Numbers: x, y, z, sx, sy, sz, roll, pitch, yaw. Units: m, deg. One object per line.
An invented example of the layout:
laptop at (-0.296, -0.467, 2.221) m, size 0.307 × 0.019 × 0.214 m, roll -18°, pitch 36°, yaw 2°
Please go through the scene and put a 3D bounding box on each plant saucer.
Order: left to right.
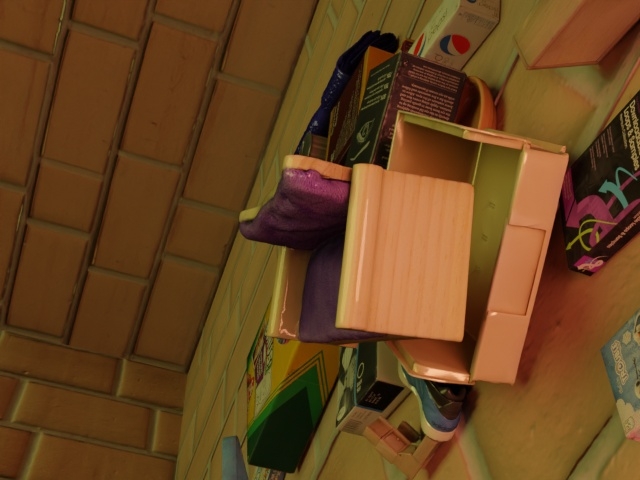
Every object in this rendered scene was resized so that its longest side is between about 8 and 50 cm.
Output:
plant saucer at (0.198, -0.135, 1.159) m, size 0.200 × 0.037 × 0.200 m, roll -164°, pitch 90°, yaw -76°

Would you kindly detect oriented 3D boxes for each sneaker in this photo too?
sneaker at (0.140, 0.162, 0.993) m, size 0.152 × 0.058 × 0.084 m, roll -102°, pitch 25°, yaw -56°

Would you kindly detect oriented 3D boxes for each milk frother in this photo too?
milk frother at (0.041, -0.178, 1.650) m, size 0.129 × 0.135 × 0.143 m, roll -98°, pitch 26°, yaw -49°

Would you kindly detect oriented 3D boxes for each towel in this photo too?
towel at (0.038, -0.303, 1.760) m, size 0.227 × 0.076 × 0.308 m, roll -46°, pitch -10°, yaw -44°

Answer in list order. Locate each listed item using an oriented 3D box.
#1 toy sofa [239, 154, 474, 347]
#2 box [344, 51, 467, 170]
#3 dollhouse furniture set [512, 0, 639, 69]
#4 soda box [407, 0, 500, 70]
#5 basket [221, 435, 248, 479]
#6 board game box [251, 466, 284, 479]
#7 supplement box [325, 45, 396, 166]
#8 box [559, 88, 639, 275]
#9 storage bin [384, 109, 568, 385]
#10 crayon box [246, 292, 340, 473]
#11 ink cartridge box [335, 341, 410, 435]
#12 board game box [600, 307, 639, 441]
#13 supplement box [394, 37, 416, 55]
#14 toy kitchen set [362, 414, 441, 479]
toy sofa at (0.010, 0.031, 0.860) m, size 0.362 × 0.177 × 0.150 m, roll 150°, pitch 127°, yaw -74°
box at (0.117, -0.155, 1.199) m, size 0.153 × 0.108 × 0.207 m, roll -167°, pitch 92°, yaw -77°
dollhouse furniture set at (0.244, -0.325, 0.832) m, size 0.161 × 0.212 × 0.242 m, roll 124°, pitch 132°, yaw -58°
soda box at (0.203, -0.318, 1.288) m, size 0.216 × 0.069 × 0.074 m, roll 129°, pitch 154°, yaw -59°
basket at (-0.121, 0.498, 1.314) m, size 0.254 × 0.201 × 0.289 m, roll -98°, pitch -5°, yaw -59°
board game box at (-0.115, 0.513, 1.711) m, size 0.136 × 0.035 × 0.201 m, roll -154°, pitch 80°, yaw -77°
supplement box at (0.101, -0.196, 1.435) m, size 0.194 × 0.129 × 0.191 m, roll 125°, pitch 157°, yaw -54°
box at (0.278, -0.058, 0.748) m, size 0.162 × 0.029 × 0.116 m, roll 122°, pitch 160°, yaw -49°
storage bin at (0.153, 0.000, 0.926) m, size 0.260 × 0.123 × 0.262 m, roll -126°, pitch 46°, yaw -74°
crayon box at (-0.058, 0.228, 1.650) m, size 0.363 × 0.106 × 0.313 m, roll -102°, pitch 30°, yaw -64°
ink cartridge box at (0.085, 0.122, 1.278) m, size 0.165 × 0.065 × 0.332 m, roll 118°, pitch 163°, yaw -46°
board game box at (0.264, 0.097, 0.642) m, size 0.090 × 0.020 × 0.090 m, roll -89°, pitch 18°, yaw -47°
supplement box at (0.164, -0.328, 1.520) m, size 0.055 × 0.043 × 0.083 m, roll 128°, pitch 154°, yaw -56°
toy kitchen set at (0.114, 0.236, 1.016) m, size 0.068 × 0.083 × 0.075 m, roll -24°, pitch -33°, yaw -49°
